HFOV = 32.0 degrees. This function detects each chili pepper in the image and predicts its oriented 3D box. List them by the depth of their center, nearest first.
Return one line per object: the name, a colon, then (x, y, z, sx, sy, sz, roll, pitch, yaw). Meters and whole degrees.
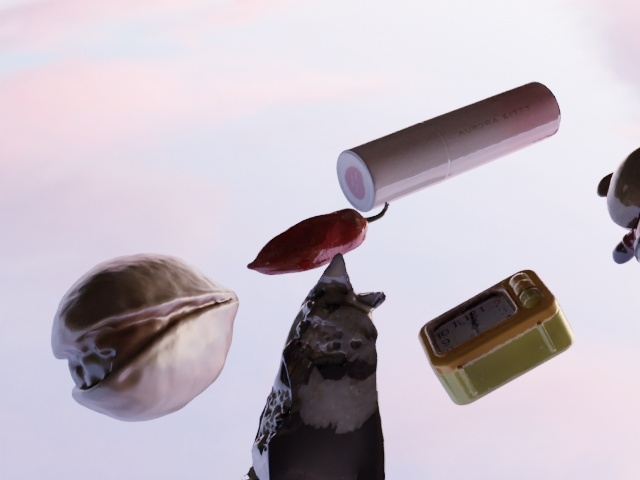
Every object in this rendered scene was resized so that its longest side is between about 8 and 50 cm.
chili pepper: (0.000, 0.001, 1.291, 0.191, 0.050, 0.059, -22, -108, -21)

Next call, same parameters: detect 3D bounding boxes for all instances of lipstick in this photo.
lipstick: (0.177, -0.130, 1.504, 0.327, 0.087, 0.087, -22, -150, -28)

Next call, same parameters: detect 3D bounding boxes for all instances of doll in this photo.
doll: (0.619, -0.045, 2.005, 0.235, 0.174, 0.330, -26, -139, 23)

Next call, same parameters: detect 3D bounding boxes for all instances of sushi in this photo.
sushi: (-0.006, 0.153, 1.248, 0.134, 0.273, 0.109, 4, 172, -19)

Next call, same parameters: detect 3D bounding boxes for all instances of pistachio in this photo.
pistachio: (-0.125, 0.067, 0.794, 0.124, 0.124, 0.185, -2, -175, 8)

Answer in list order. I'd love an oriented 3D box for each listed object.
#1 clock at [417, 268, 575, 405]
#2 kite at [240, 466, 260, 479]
clock: (0.253, 0.138, 1.624, 0.202, 0.096, 0.143, -31, -156, 5)
kite: (-0.091, 0.450, 1.623, 0.368, 0.014, 0.406, 1, -150, 6)
